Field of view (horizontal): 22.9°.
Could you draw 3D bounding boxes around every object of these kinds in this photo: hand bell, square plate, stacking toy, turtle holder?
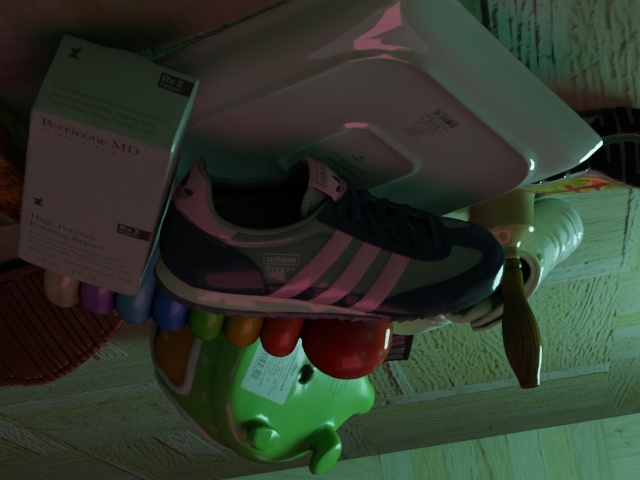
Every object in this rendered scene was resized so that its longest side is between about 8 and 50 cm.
[{"bbox_3d":[0.197,0.035,1.649,0.126,0.242,0.126,-7,164,-2],"label":"hand bell"},{"bbox_3d":[0.020,-0.087,1.368,0.344,0.049,0.347,-19,148,30],"label":"square plate"},{"bbox_3d":[-0.088,0.043,1.508,0.330,0.141,0.141,18,163,2],"label":"stacking toy"},{"bbox_3d":[-0.057,0.129,1.902,0.227,0.243,0.320,18,-158,38],"label":"turtle holder"}]

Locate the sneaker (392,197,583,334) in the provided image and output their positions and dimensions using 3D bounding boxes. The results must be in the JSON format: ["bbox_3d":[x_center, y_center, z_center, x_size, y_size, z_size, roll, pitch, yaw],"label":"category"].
[{"bbox_3d":[0.150,0.052,1.820,0.292,0.108,0.169,-31,-175,34],"label":"sneaker"}]

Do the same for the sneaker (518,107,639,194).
[{"bbox_3d":[0.268,-0.084,1.594,0.208,0.081,0.094,1,169,-8],"label":"sneaker"}]

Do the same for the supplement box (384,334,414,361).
[{"bbox_3d":[0.059,0.111,2.136,0.130,0.073,0.239,-7,163,-3],"label":"supplement box"}]

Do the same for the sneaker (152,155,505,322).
[{"bbox_3d":[0.022,-0.008,1.360,0.319,0.112,0.131,-1,128,-18],"label":"sneaker"}]

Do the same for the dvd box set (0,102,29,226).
[{"bbox_3d":[-0.417,-0.078,1.293,0.307,0.062,0.420,-10,164,4],"label":"dvd box set"}]

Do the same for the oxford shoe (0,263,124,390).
[{"bbox_3d":[-0.359,0.100,1.873,0.397,0.140,0.146,-24,-171,30],"label":"oxford shoe"}]

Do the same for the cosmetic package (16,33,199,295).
[{"bbox_3d":[-0.180,-0.056,1.300,0.117,0.085,0.231,17,148,-2],"label":"cosmetic package"}]

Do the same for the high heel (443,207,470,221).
[{"bbox_3d":[0.038,-0.043,1.574,0.244,0.082,0.117,14,145,-43],"label":"high heel"}]
